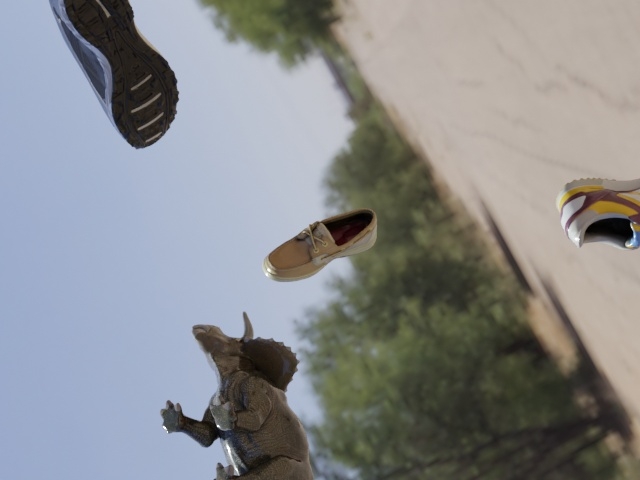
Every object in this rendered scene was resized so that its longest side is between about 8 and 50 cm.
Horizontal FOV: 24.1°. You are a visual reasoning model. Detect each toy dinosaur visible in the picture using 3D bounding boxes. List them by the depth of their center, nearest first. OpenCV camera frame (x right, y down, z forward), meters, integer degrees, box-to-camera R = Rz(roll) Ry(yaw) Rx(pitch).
[{"bbox_3d":[-0.059,0.212,1.460,0.160,0.121,0.313,-5,-108,-49],"label":"toy dinosaur"}]

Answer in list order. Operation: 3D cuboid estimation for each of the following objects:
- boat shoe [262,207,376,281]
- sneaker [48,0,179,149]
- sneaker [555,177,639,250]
[{"bbox_3d":[0.000,0.000,1.555,0.050,0.135,0.045,50,150,27],"label":"boat shoe"},{"bbox_3d":[-0.267,-0.240,1.930,0.108,0.100,0.271,30,149,52],"label":"sneaker"},{"bbox_3d":[0.348,-0.028,1.592,0.084,0.185,0.069,-99,0,-47],"label":"sneaker"}]
